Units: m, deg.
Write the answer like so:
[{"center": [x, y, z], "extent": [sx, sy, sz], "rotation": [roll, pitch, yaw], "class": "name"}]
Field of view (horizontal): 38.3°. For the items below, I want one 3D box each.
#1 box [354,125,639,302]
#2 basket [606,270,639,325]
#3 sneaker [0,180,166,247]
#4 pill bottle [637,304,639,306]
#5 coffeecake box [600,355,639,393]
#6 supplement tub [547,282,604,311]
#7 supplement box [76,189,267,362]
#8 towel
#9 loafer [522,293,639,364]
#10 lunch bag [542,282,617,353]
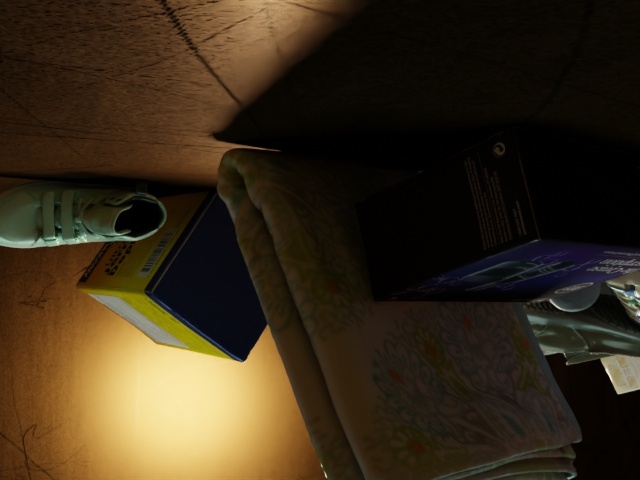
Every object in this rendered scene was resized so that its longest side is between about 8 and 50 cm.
[{"center": [0.191, -0.011, 0.854], "extent": [0.261, 0.103, 0.184], "rotation": [4, 162, -43], "class": "box"}, {"center": [0.529, 0.045, 1.249], "extent": [0.288, 0.201, 0.254], "rotation": [15, 176, -44], "class": "basket"}, {"center": [-0.344, -0.039, 1.293], "extent": [0.255, 0.094, 0.151], "rotation": [-8, -172, -24], "class": "sneaker"}, {"center": [0.546, 0.070, 1.709], "extent": [0.122, 0.219, 0.123], "rotation": [1, 178, 0], "class": "pill bottle"}, {"center": [0.544, 0.156, 1.404], "extent": [0.185, 0.068, 0.142], "rotation": [-25, -177, 39], "class": "coffeecake box"}, {"center": [0.340, 0.024, 1.290], "extent": [0.106, 0.106, 0.198], "rotation": [2, -155, 5], "class": "supplement tub"}, {"center": [-0.226, 0.056, 1.531], "extent": [0.194, 0.195, 0.356], "rotation": [41, 159, -26], "class": "supplement box"}, {"center": [0.088, 0.074, 0.908], "extent": [0.320, 0.375, 0.090], "rotation": [7, 141, -45], "class": "towel"}, {"center": [0.376, 0.129, 1.326], "extent": [0.251, 0.087, 0.094], "rotation": [13, -149, -7], "class": "loafer"}, {"center": [0.324, 0.108, 1.513], "extent": [0.223, 0.160, 0.262], "rotation": [-6, 177, -32], "class": "lunch bag"}]
